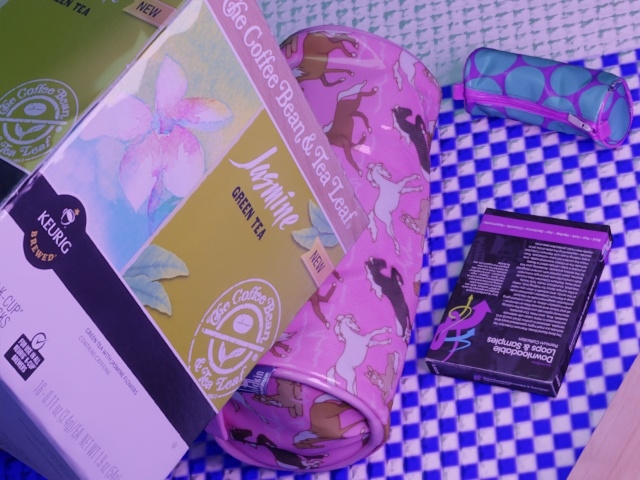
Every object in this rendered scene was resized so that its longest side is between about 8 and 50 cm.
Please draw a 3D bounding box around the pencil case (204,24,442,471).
[{"bbox_3d":[0.000,0.000,1.700,0.160,0.167,0.386,-25,42,43],"label":"pencil case"}]

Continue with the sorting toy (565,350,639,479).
[{"bbox_3d":[0.320,0.208,1.472,0.255,0.089,0.257,20,64,31],"label":"sorting toy"}]

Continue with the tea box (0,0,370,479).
[{"bbox_3d":[-0.180,-0.028,1.479,0.220,0.329,0.323,26,70,35],"label":"tea box"}]

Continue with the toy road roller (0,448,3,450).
[{"bbox_3d":[-0.317,0.061,1.748,0.240,0.202,0.329,12,65,13],"label":"toy road roller"}]

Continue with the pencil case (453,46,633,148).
[{"bbox_3d":[0.201,-0.129,1.779,0.151,0.064,0.070,15,37,29],"label":"pencil case"}]

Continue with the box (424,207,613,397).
[{"bbox_3d":[0.169,0.050,1.682,0.116,0.029,0.162,10,58,27],"label":"box"}]
